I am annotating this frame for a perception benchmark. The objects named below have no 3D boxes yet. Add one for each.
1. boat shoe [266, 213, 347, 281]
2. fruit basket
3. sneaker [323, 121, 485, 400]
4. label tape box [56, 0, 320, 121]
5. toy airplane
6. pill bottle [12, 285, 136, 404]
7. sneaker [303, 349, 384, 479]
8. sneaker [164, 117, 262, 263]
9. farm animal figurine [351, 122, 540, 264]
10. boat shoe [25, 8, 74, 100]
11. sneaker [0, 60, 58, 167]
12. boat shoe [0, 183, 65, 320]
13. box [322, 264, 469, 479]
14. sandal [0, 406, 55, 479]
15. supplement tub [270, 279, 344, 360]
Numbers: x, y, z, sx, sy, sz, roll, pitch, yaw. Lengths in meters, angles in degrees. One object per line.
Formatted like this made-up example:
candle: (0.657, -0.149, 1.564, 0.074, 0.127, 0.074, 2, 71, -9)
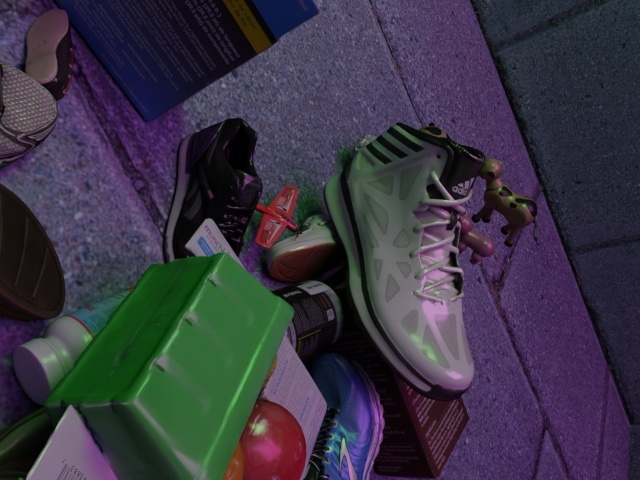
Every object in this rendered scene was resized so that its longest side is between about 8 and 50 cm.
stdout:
boat shoe: (0.000, 0.000, 0.978, 0.277, 0.098, 0.096, -12, 56, -44)
fruit basket: (-0.110, 0.206, 0.578, 0.327, 0.165, 0.353, -67, 145, -47)
sneaker: (0.162, -0.002, 0.825, 0.169, 0.257, 0.448, 4, 53, -37)
label tape box: (-0.168, -0.327, 0.668, 0.241, 0.333, 0.106, 56, 40, -23)
toy airplane: (-0.094, -0.049, 0.883, 0.151, 0.028, 0.151, 17, 52, -24)
pill bottle: (-0.249, 0.115, 0.604, 0.160, 0.087, 0.087, -26, 98, -53)
sneaker: (0.012, 0.333, 0.825, 0.147, 0.129, 0.330, 26, 58, -48)
sneaker: (-0.144, -0.045, 0.769, 0.107, 0.124, 0.284, 15, 66, -49)
farm animal figurine: (0.261, -0.119, 1.102, 0.330, 0.172, 0.327, -6, 53, -20)
boat shoe: (-0.333, -0.233, 0.667, 0.042, 0.048, 0.133, 82, 0, -63)
sneaker: (-0.352, -0.145, 0.471, 0.343, 0.146, 0.134, -3, 76, -78)
boat shoe: (-0.352, -0.011, 0.478, 0.307, 0.104, 0.111, 71, 5, -54)
box: (0.133, 0.229, 1.017, 0.191, 0.143, 0.382, -31, 103, -52)
sandal: (-0.288, 0.244, 0.476, 0.302, 0.086, 0.120, -22, 120, -49)
supplement tub: (-0.058, 0.132, 0.819, 0.190, 0.117, 0.117, -11, 86, -54)
